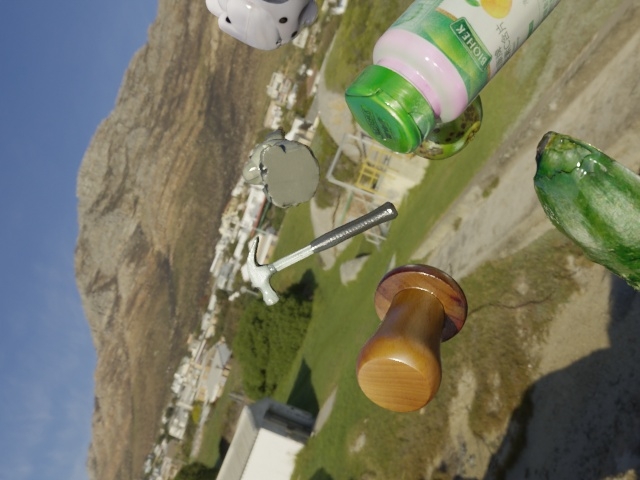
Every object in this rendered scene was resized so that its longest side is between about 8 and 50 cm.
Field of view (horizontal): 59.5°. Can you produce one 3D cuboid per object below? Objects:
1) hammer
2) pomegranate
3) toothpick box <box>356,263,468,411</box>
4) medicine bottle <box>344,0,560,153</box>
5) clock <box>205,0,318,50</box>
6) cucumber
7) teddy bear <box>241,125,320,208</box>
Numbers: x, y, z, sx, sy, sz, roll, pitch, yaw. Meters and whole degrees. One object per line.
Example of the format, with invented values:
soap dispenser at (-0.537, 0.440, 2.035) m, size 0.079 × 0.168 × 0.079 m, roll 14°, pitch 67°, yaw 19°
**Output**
hammer at (0.000, 0.000, 0.851) m, size 0.246 × 0.103 × 0.029 m, roll -28°, pitch 5°, yaw 7°
pomegranate at (0.193, -0.206, 0.959) m, size 0.143 × 0.169 × 0.122 m, roll -59°, pitch -42°, yaw -15°
toothpick box at (0.176, 0.176, 1.080) m, size 0.294 × 0.192 × 0.192 m, roll -57°, pitch -10°, yaw -53°
medicine bottle at (0.154, -0.233, 0.661) m, size 0.274 × 0.133 × 0.133 m, roll -48°, pitch -3°, yaw -7°
clock at (-0.080, -0.417, 0.811) m, size 0.254 × 0.189 × 0.189 m, roll 124°, pitch 167°, yaw -82°
cucumber at (0.408, -0.022, 0.772) m, size 0.105 × 0.325 × 0.145 m, roll -55°, pitch 29°, yaw 4°
teddy bear at (-0.089, -0.144, 1.228) m, size 0.144 × 0.171 × 0.251 m, roll -28°, pitch 19°, yaw -8°
